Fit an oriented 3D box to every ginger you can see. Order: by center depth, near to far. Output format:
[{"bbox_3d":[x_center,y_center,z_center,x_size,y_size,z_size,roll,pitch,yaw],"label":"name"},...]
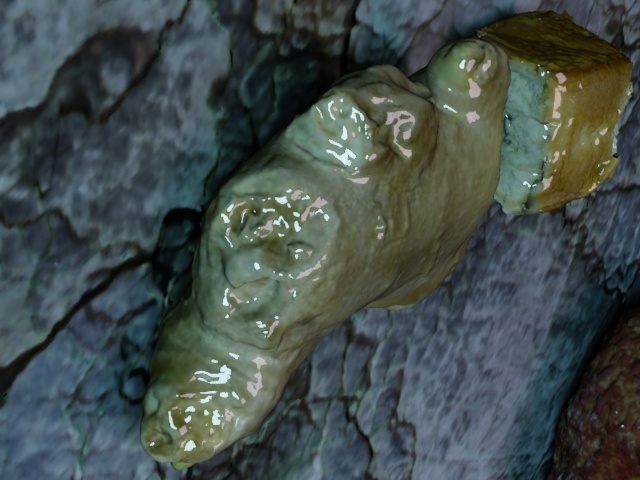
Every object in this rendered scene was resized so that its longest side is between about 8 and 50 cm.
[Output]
[{"bbox_3d":[0.001,-0.004,0.646,0.213,0.074,0.137,-34,139,-34],"label":"ginger"}]

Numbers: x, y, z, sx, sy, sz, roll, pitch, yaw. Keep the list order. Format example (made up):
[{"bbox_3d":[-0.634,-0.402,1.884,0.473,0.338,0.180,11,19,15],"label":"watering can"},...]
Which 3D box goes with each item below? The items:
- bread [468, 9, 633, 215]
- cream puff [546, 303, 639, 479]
[{"bbox_3d":[0.098,-0.062,0.761,0.070,0.076,0.083,-16,126,-40],"label":"bread"},{"bbox_3d":[0.240,0.140,1.058,0.240,0.164,0.240,11,90,-70],"label":"cream puff"}]
